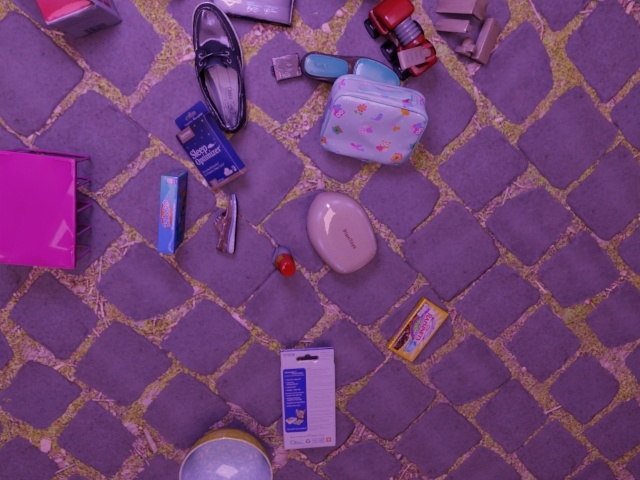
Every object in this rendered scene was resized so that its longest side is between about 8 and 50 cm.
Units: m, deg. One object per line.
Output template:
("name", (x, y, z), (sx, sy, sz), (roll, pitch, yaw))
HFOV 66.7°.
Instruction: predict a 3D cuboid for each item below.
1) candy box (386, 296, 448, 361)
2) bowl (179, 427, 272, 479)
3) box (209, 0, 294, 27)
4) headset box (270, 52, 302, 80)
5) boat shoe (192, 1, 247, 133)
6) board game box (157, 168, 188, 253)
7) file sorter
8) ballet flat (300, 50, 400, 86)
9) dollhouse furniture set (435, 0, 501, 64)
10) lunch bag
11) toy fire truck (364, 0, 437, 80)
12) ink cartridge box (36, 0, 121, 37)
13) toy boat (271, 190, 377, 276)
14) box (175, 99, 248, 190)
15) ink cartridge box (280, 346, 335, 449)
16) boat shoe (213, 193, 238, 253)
("candy box", (0.320, 0.294, 1.604), (0.105, 0.027, 0.206), (32, 99, -16))
("bowl", (-0.300, 0.720, 1.584), (0.289, 0.156, 0.290), (-1, 104, -5))
("box", (-0.174, -0.679, 1.292), (0.220, 0.051, 0.175), (8, 104, -7))
("headset box", (-0.098, -0.483, 1.360), (0.083, 0.032, 0.062), (-13, 105, -4))
("boat shoe", (-0.269, -0.448, 1.290), (0.127, 0.113, 0.340), (-5, 113, -1))
("board game box", (-0.413, -0.086, 1.364), (0.047, 0.160, 0.210), (6, 103, -7))
("file sorter", (-0.740, -0.096, 1.317), (0.202, 0.182, 0.291), (6, 105, -8))
("ballet flat", (0.082, -0.466, 1.349), (0.280, 0.096, 0.095), (13, 102, -9))
("dollhouse furniture set", (0.410, -0.602, 1.384), (0.151, 0.123, 0.144), (7, 107, -44))
("lunch bag", (0.149, -0.330, 1.336), (0.279, 0.108, 0.224), (10, 140, -9))
("toy fire truck", (0.217, -0.528, 1.269), (0.158, 0.246, 0.217), (-37, 105, 4))
("ink cartridge box", (-0.630, -0.668, 1.135), (0.130, 0.272, 0.310), (-22, 105, 0))
("toy boat", (0.000, 0.000, 1.450), (0.318, 0.148, 0.268), (-28, 110, -6))
("box", (-0.315, -0.260, 1.358), (0.136, 0.036, 0.225), (-21, 108, 37))
("ink cartridge box", (-0.041, 0.512, 1.604), (0.175, 0.069, 0.371), (-2, 107, -5))
("boat shoe", (-0.280, -0.049, 1.435), (0.066, 0.066, 0.183), (5, 104, -6))
